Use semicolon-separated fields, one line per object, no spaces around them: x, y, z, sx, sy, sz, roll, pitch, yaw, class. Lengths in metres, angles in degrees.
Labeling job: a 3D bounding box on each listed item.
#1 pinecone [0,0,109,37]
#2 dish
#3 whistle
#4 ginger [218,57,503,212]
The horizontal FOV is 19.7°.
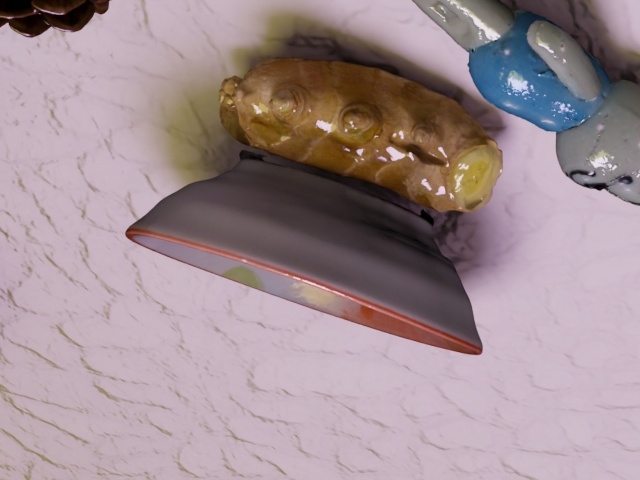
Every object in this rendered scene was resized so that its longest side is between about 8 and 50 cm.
-0.176;-0.213;1.097;0.163;0.163;0.165;24;142;1;pinecone
0.000;0.000;1.277;0.260;0.085;0.260;18;175;2;dish
0.143;-0.095;1.141;0.235;0.077;0.114;36;165;-11;whistle
0.018;-0.081;1.215;0.205;0.081;0.115;11;149;17;ginger
